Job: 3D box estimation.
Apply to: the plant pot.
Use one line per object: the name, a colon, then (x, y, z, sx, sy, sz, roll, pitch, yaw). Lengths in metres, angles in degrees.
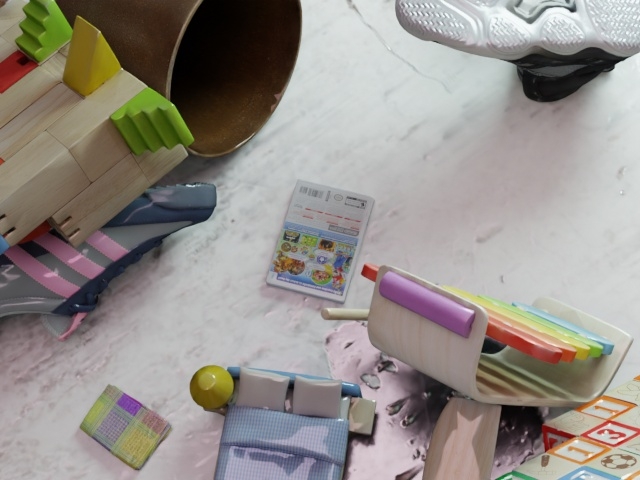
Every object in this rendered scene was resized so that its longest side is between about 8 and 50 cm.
plant pot: (-0.174, -0.230, 1.407, 0.230, 0.215, 0.215, 26, 75, 28)

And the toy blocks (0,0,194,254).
toy blocks: (-0.323, -0.092, 1.315, 0.261, 0.190, 0.381, -40, 44, -13)

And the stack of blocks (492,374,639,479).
stack of blocks: (0.274, 0.212, 1.143, 0.297, 0.171, 0.087, -19, 109, -35)

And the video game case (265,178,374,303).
video game case: (0.000, 0.000, 1.398, 0.087, 0.011, 0.122, 14, 73, 9)

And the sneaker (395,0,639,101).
sneaker: (0.202, -0.209, 1.370, 0.269, 0.153, 0.101, 4, 72, -6)

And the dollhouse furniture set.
dollhouse furniture set: (-0.004, 0.258, 1.212, 0.304, 0.198, 0.286, 9, 72, 9)

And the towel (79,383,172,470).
towel: (-0.201, 0.193, 1.352, 0.083, 0.009, 0.060, 31, 78, 15)

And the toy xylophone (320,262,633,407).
toy xylophone: (0.143, 0.082, 1.219, 0.236, 0.323, 0.081, 24, 97, 28)

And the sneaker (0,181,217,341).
sneaker: (-0.249, 0.031, 1.375, 0.319, 0.112, 0.131, -18, 87, 2)
